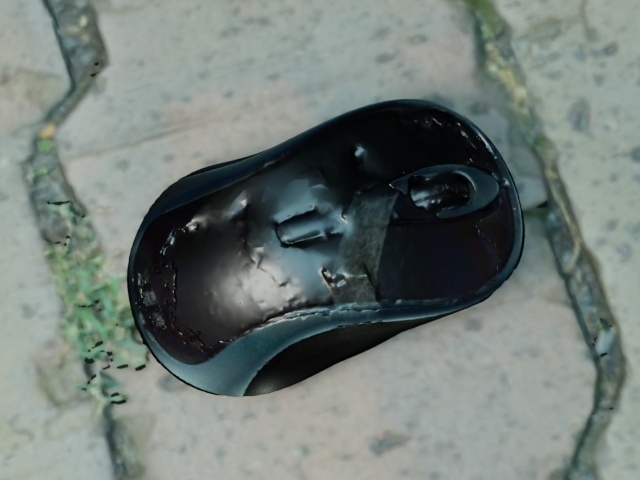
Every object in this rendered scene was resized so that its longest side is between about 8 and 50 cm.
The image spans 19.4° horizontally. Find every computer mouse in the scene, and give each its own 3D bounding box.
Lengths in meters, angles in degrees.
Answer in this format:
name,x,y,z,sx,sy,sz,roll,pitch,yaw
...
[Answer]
name,x,y,z,sx,sy,sz,roll,pitch,yaw
computer mouse,0.000,0.000,1.056,0.233,0.096,0.137,-22,81,-1
